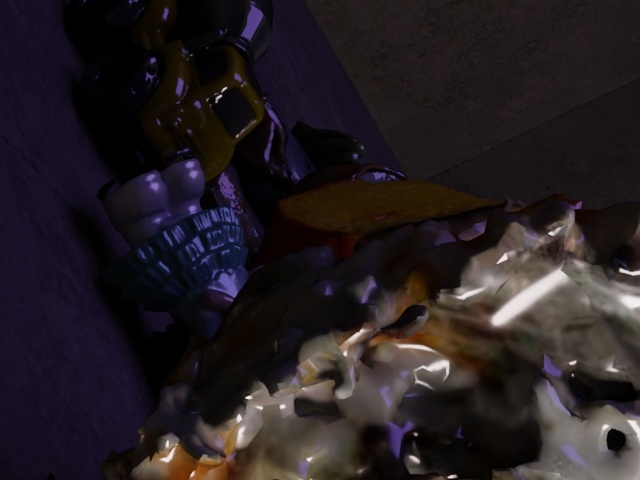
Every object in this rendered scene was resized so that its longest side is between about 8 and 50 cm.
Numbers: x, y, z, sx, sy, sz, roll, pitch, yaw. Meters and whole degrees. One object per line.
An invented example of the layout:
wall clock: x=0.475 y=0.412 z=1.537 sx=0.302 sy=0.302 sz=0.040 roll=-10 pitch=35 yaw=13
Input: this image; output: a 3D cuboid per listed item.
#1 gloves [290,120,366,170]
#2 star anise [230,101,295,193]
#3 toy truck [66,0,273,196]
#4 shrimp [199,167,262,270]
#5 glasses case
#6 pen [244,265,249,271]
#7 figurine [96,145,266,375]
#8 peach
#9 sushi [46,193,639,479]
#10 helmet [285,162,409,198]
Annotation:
gloves: x=-0.007 y=-0.101 z=1.731 sx=0.268 sy=0.107 sz=0.135 roll=-157 pitch=-133 yaw=-77
star anise: x=-0.112 y=-0.172 z=1.359 sx=0.288 sy=0.088 sz=0.288 roll=63 pitch=0 yaw=0
toy truck: x=-0.109 y=-0.152 z=1.077 sx=0.147 sy=0.165 sz=0.224 roll=57 pitch=12 yaw=-42
shrimp: x=-0.098 y=-0.037 z=1.234 sx=0.223 sy=0.047 sz=0.126 roll=62 pitch=-1 yaw=-5
glasses case: x=0.000 y=0.000 z=1.579 sx=0.323 sy=0.074 sz=0.131 roll=57 pitch=10 yaw=-38
pen: x=-0.044 y=0.095 z=1.211 sx=0.239 sy=0.028 sz=0.028 roll=60 pitch=10 yaw=-25
figurine: x=-0.078 y=0.063 z=0.879 sx=0.138 sy=0.110 sz=0.245 roll=-24 pitch=84 yaw=-41
peach: x=0.066 y=0.101 z=1.136 sx=0.306 sy=0.242 sz=0.380 roll=-46 pitch=130 yaw=-34
sushi: x=0.070 y=0.189 z=0.546 sx=0.417 sy=0.417 sz=0.176 roll=63 pitch=-21 yaw=-6
helmet: x=0.012 y=0.009 z=1.370 sx=0.198 sy=0.130 sz=0.224 roll=-65 pitch=145 yaw=-22
